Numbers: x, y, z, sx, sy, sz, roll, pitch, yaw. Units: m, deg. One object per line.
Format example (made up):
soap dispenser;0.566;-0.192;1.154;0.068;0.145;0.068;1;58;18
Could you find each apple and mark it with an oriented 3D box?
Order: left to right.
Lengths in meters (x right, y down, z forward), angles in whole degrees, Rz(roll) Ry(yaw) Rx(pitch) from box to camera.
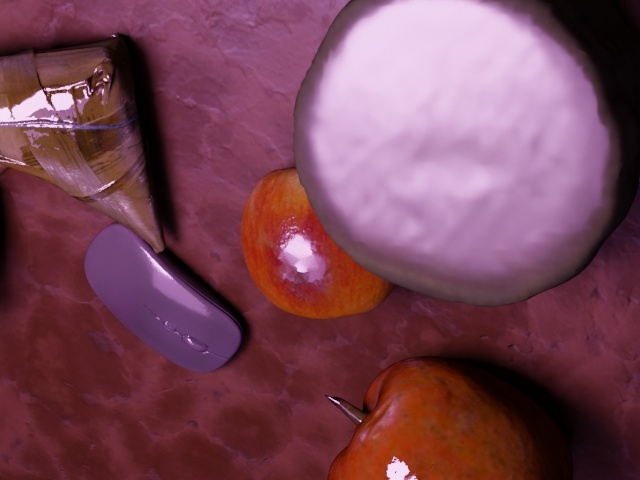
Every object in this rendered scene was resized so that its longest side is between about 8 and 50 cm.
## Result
apple;0.000;0.000;1.550;0.195;0.160;0.173;-2;94;17

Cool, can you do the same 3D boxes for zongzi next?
zongzi;-0.325;-0.095;1.629;0.250;0.125;0.274;-4;120;10

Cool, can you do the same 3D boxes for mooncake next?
mooncake;0.156;-0.115;1.369;0.356;0.194;0.356;11;114;25

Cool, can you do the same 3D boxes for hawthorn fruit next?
hawthorn fruit;0.134;0.260;1.568;0.301;0.268;0.268;42;125;1

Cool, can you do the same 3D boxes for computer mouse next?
computer mouse;-0.203;0.077;1.724;0.232;0.057;0.120;43;125;-3

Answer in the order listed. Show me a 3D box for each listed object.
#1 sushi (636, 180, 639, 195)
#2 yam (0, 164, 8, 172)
sushi;0.367;-0.091;1.402;0.201;0.031;0.139;18;122;14
yam;-0.392;-0.111;1.719;0.145;0.032;0.032;-30;102;32
